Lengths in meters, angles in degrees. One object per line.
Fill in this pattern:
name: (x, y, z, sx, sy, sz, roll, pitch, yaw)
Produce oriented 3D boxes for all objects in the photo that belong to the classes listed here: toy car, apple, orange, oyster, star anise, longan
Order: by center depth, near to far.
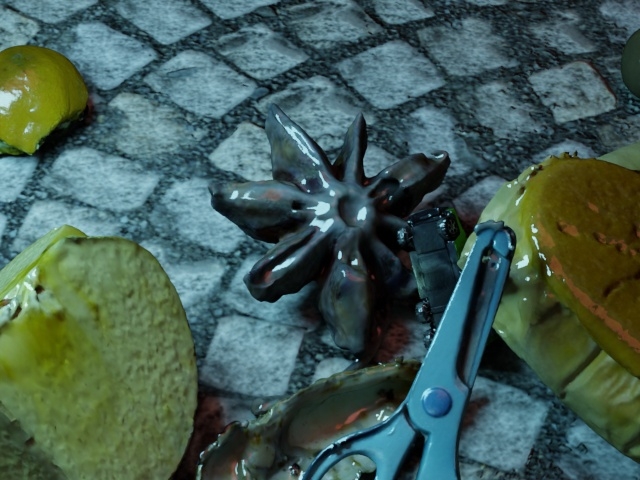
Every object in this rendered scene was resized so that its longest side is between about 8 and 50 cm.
apple: (-0.277, 0.132, 1.625, 0.314, 0.252, 0.309, 11, 28, 12)
oyster: (0.018, 0.205, 1.700, 0.345, 0.078, 0.129, -26, 72, -30)
toy car: (0.141, 0.044, 1.811, 0.071, 0.165, 0.062, -14, 1, 38)
star anise: (0.000, 0.000, 1.857, 0.359, 0.139, 0.316, -27, 73, -24)
orange: (-0.364, -0.178, 2.040, 0.160, 0.112, 0.170, -5, 33, -9)
longan: (0.442, -0.223, 2.160, 0.106, 0.106, 0.119, -20, 91, -23)

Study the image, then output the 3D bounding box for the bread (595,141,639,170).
bread: (0.419, -0.070, 2.017, 0.178, 0.060, 0.139, -21, 50, -25)

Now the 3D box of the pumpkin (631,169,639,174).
pumpkin: (0.446, 0.015, 1.901, 0.278, 0.111, 0.163, 8, 87, -13)

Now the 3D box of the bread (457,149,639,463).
bread: (0.333, 0.073, 1.723, 0.388, 0.183, 0.236, 42, 43, 10)

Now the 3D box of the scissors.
scissors: (0.104, 0.162, 1.621, 0.180, 0.032, 0.393, 20, 83, 8)
